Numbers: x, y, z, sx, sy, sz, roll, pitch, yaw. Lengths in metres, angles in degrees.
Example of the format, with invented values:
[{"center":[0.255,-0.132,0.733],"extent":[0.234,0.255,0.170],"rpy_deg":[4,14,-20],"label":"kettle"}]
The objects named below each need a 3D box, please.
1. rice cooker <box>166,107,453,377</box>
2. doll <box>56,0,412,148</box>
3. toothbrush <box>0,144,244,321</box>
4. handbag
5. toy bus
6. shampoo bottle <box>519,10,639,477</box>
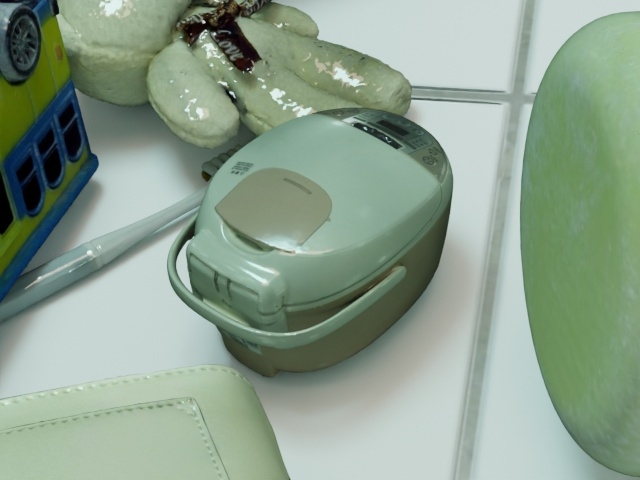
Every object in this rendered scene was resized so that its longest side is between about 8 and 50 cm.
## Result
[{"center":[0.000,0.000,1.214],"extent":[0.145,0.127,0.206],"rpy_deg":[29,58,30],"label":"rice cooker"},{"center":[-0.068,-0.146,1.359],"extent":[0.278,0.149,0.175],"rpy_deg":[22,6,10],"label":"doll"},{"center":[-0.181,0.018,1.281],"extent":[0.342,0.025,0.030],"rpy_deg":[-31,44,-23],"label":"toothbrush"},{"center":[-0.087,0.246,0.963],"extent":[0.236,0.160,0.358],"rpy_deg":[-13,47,-15],"label":"handbag"},{"center":[-0.274,-0.040,1.218],"extent":[0.138,0.175,0.288],"rpy_deg":[5,38,19],"label":"toy bus"},{"center":[0.289,-0.002,1.049],"extent":[0.317,0.322,0.322],"rpy_deg":[-1,45,-7],"label":"shampoo bottle"}]
